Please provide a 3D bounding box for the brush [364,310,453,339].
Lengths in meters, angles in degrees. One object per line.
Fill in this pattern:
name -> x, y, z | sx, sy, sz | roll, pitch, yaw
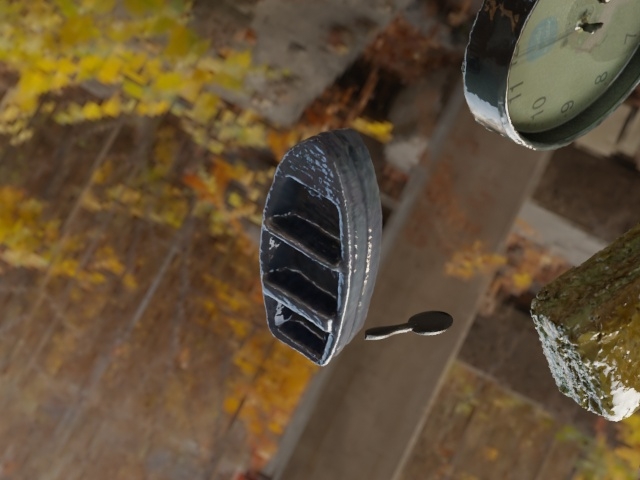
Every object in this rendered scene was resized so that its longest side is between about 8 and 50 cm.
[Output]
brush -> 0.070, 0.069, 1.200 | 0.024, 0.083, 0.008 | 58, 144, 34

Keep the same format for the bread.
bread -> 0.305, 0.067, 1.433 | 0.102, 0.196, 0.138 | 39, 157, 53

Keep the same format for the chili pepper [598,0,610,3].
chili pepper -> 0.293, -0.181, 0.885 | 0.110, 0.110, 0.387 | 40, 166, -35

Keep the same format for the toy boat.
toy boat -> 0.000, 0.000, 1.586 | 0.127, 0.078, 0.283 | 34, 135, 30

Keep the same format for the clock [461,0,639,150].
clock -> 0.261, -0.218, 1.527 | 0.055, 0.280, 0.280 | 40, 173, 34

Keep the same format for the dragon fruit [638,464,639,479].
dragon fruit -> 0.366, 0.161, 1.251 | 0.189, 0.262, 0.163 | 49, 156, -3
